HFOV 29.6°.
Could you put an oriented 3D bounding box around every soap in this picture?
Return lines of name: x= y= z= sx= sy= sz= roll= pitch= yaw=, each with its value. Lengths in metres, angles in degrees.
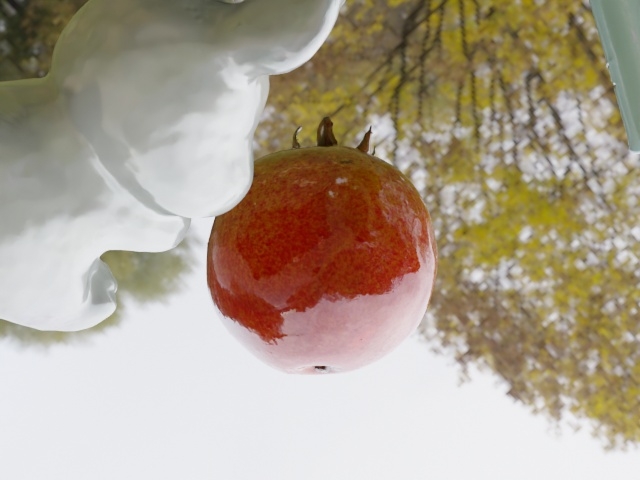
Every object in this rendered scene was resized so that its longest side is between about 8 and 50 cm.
soap: x=0.254 y=-0.170 z=0.867 sx=0.119 sy=0.198 sz=0.066 roll=-14 pitch=178 yaw=-36

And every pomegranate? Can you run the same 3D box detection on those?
pomegranate: x=0.000 y=0.000 z=1.142 sx=0.221 sy=0.221 sz=0.256 roll=-26 pitch=-132 yaw=40

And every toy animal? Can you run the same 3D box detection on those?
toy animal: x=-0.150 y=-0.108 z=0.884 sx=0.367 sy=0.196 sz=0.241 roll=-37 pitch=156 yaw=4
